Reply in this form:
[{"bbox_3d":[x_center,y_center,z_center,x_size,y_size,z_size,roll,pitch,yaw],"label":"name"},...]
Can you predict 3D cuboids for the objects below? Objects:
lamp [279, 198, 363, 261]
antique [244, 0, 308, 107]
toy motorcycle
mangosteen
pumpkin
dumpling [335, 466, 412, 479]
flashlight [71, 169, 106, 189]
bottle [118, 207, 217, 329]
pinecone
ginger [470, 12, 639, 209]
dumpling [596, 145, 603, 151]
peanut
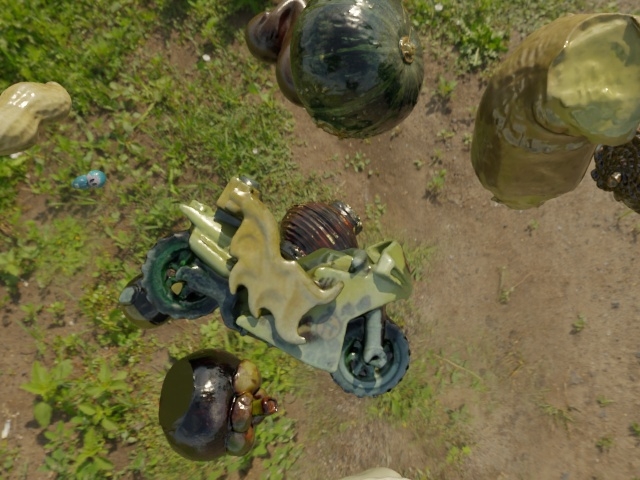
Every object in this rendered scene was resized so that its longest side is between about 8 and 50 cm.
[{"bbox_3d":[0.000,0.000,1.250,0.247,0.247,0.246,-2,74,7],"label":"lamp"},{"bbox_3d":[-0.046,-0.350,0.907,0.143,0.121,0.257,-34,71,-15],"label":"antique"},{"bbox_3d":[-0.035,0.061,0.693,0.410,0.169,0.236,25,86,-10],"label":"toy motorcycle"},{"bbox_3d":[-0.255,0.400,1.182,0.288,0.233,0.287,-28,42,29],"label":"mangosteen"},{"bbox_3d":[0.046,-0.218,0.595,0.146,0.190,0.190,-11,66,50],"label":"pumpkin"},{"bbox_3d":[0.059,0.214,0.306,0.151,0.228,0.124,-19,33,8],"label":"dumpling"},{"bbox_3d":[-0.655,-0.166,1.351,0.129,0.051,0.051,-5,71,36],"label":"flashlight"},{"bbox_3d":[-0.341,0.087,1.207,0.351,0.171,0.171,-38,73,-1],"label":"bottle"},{"bbox_3d":[0.677,-0.132,0.959,0.212,0.168,0.185,15,36,-22],"label":"pinecone"},{"bbox_3d":[0.252,-0.135,0.537,0.138,0.267,0.152,-1,64,-1],"label":"ginger"},{"bbox_3d":[0.409,-0.211,0.864,0.258,0.147,0.193,1,41,42],"label":"dumpling"},{"bbox_3d":[-0.460,-0.191,0.737,0.082,0.082,0.187,12,47,11],"label":"peanut"}]
